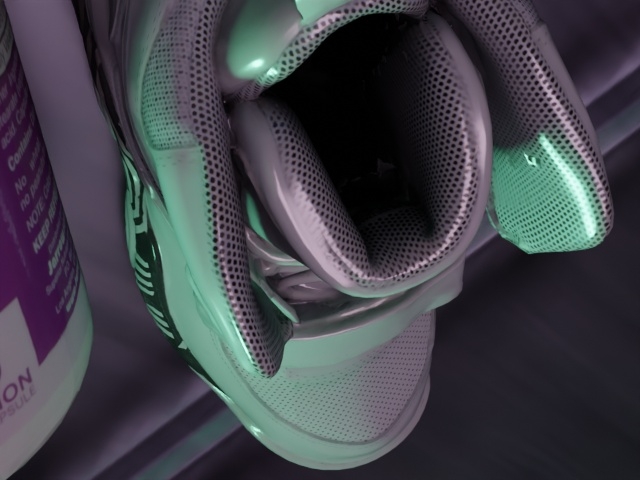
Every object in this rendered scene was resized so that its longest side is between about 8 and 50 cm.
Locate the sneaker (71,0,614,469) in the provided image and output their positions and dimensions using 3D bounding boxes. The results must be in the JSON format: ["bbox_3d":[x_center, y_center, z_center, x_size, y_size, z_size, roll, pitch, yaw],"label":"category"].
[{"bbox_3d":[0.000,0.000,0.447,0.137,0.210,0.366,-21,128,-9],"label":"sneaker"}]

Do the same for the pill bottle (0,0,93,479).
[{"bbox_3d":[-0.179,-0.061,0.356,0.169,0.169,0.302,-17,127,-12],"label":"pill bottle"}]
